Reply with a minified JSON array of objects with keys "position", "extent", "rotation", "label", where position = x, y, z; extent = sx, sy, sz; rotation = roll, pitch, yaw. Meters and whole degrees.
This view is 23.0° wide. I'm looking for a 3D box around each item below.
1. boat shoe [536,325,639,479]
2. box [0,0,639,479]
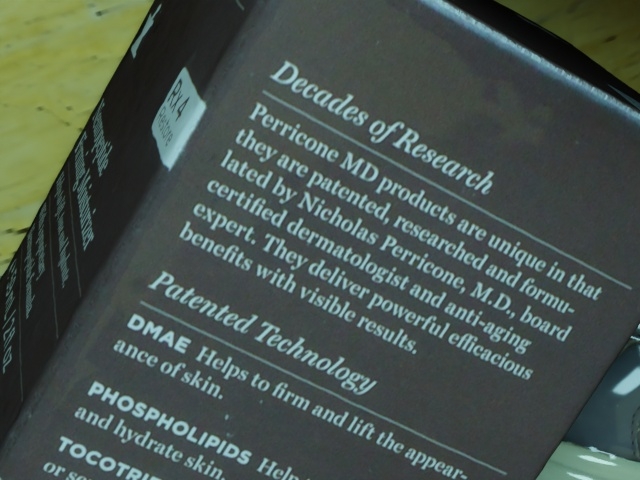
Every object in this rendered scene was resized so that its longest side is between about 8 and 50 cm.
[{"position":[0.241,0.053,0.654],"extent":[0.355,0.132,0.130],"rotation":[2,111,-13],"label":"boat shoe"},{"position":[0.000,0.000,0.565],"extent":[0.167,0.168,0.203],"rotation":[26,103,-18],"label":"box"}]
